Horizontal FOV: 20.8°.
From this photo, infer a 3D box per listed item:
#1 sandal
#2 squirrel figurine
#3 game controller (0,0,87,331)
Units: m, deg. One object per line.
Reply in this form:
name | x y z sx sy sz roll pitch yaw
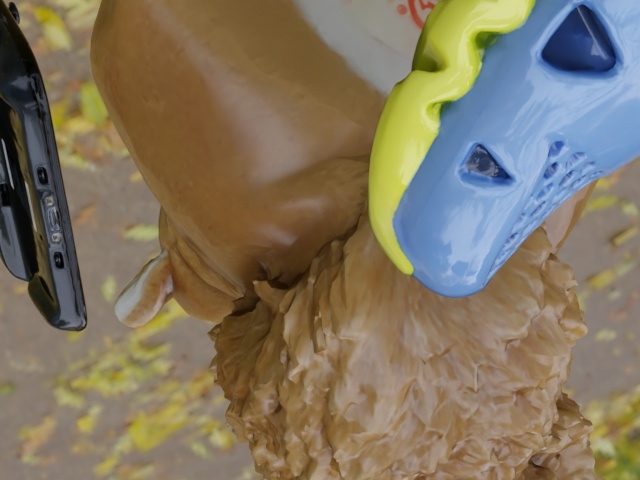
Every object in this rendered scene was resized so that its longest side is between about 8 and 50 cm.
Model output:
sandal | 0.145 -0.091 0.481 0.317 0.138 0.126 -44 180 9
squirrel figurine | 0.000 0.000 0.910 0.281 0.397 0.370 -3 159 -19
game controller | -0.261 -0.066 1.564 0.067 0.166 0.319 -25 135 -23
